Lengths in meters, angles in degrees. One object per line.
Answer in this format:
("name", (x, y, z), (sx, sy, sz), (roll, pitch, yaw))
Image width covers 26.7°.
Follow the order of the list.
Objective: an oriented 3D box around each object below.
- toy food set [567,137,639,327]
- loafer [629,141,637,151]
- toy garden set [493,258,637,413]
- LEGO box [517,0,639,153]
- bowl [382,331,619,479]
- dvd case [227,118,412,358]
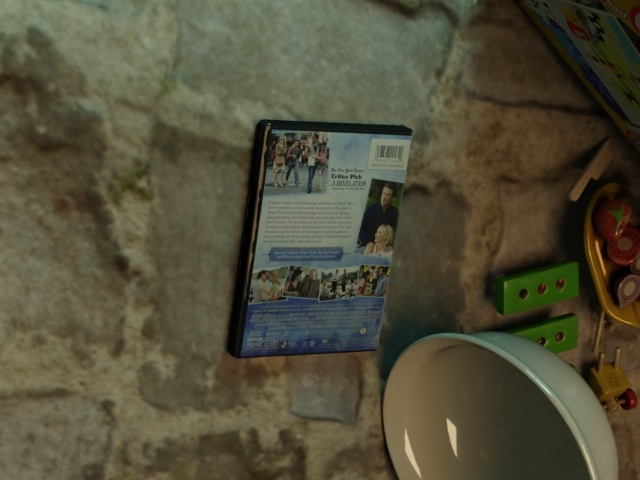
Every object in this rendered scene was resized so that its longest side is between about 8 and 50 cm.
("toy food set", (0.369, 0.000, 1.573), (0.128, 0.071, 0.218), (-41, 118, -40))
("loafer", (0.451, -0.187, 1.593), (0.223, 0.076, 0.078), (-37, 130, -11))
("toy garden set", (0.291, 0.134, 1.629), (0.204, 0.049, 0.244), (-13, 112, -25))
("LEGO box", (0.453, -0.155, 1.364), (0.193, 0.372, 0.500), (-45, 112, -3))
("bowl", (0.219, 0.217, 1.482), (0.134, 0.298, 0.298), (-25, 119, -38))
("dvd case", (0.000, 0.000, 1.417), (0.180, 0.022, 0.253), (0, 107, -30))
